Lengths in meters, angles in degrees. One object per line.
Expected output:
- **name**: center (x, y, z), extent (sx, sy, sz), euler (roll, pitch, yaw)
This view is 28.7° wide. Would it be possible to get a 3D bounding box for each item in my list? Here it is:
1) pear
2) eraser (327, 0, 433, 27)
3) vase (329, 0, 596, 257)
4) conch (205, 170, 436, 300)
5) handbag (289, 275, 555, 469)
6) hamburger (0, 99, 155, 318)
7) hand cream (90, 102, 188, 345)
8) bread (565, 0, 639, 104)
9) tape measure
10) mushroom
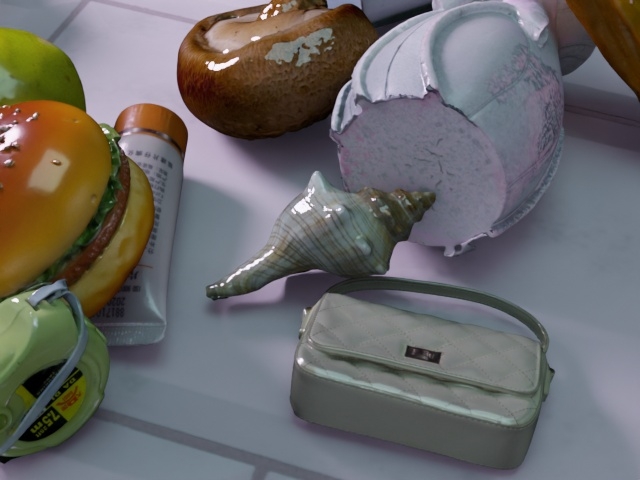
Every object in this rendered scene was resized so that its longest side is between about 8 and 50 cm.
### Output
- **pear**: center (-0.358, -0.156, 1.399), extent (0.187, 0.188, 0.220), euler (-8, 39, -14)
- **eraser**: center (0.106, -0.334, 1.654), extent (0.227, 0.081, 0.174), euler (-20, 6, -25)
- **vase**: center (0.188, -0.182, 1.443), extent (0.249, 0.250, 0.445), euler (19, 40, 15)
- **conch**: center (0.005, -0.012, 1.297), extent (0.233, 0.114, 0.137), euler (-10, -3, 23)
- **handbag**: center (0.103, 0.106, 1.224), extent (0.256, 0.079, 0.219), euler (12, 37, 6)
- **hamburger**: center (-0.293, -0.029, 1.213), extent (0.246, 0.170, 0.246), euler (-20, 45, 21)
- **hand cream**: center (-0.201, -0.014, 1.319), extent (0.139, 0.089, 0.314), euler (0, 46, 12)
- **bread**: center (0.380, -0.275, 1.473), extent (0.380, 0.109, 0.185), euler (49, 34, -17)
- **tape measure**: center (-0.264, 0.122, 1.115), extent (0.177, 0.154, 0.087), euler (-45, 53, -5)
- **mushroom**: center (-0.052, -0.209, 1.485), extent (0.253, 0.153, 0.253), euler (-14, 23, 6)
